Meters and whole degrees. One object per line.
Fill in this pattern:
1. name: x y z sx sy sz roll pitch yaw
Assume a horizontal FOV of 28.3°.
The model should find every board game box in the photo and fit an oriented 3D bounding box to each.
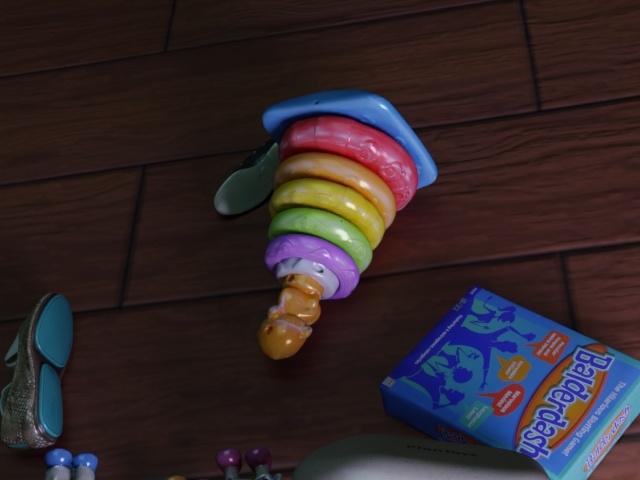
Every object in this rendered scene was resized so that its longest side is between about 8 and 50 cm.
1. board game box: 0.187 0.144 1.221 0.210 0.047 0.160 25 56 34

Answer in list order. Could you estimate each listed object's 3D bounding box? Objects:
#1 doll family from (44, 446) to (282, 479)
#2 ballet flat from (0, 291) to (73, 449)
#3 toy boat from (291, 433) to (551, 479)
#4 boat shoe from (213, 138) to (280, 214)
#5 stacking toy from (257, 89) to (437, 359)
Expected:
1. doll family: -0.140 0.284 1.141 0.263 0.118 0.163 0 35 -11
2. ballet flat: -0.310 0.138 1.356 0.067 0.073 0.206 -22 37 14
3. toy boat: 0.084 0.251 1.079 0.231 0.151 0.151 6 1 4
4. boat shoe: -0.079 -0.077 1.537 0.133 0.049 0.042 -43 16 -16
5. stacking toy: 0.000 0.000 1.369 0.175 0.166 0.302 -4 53 34
